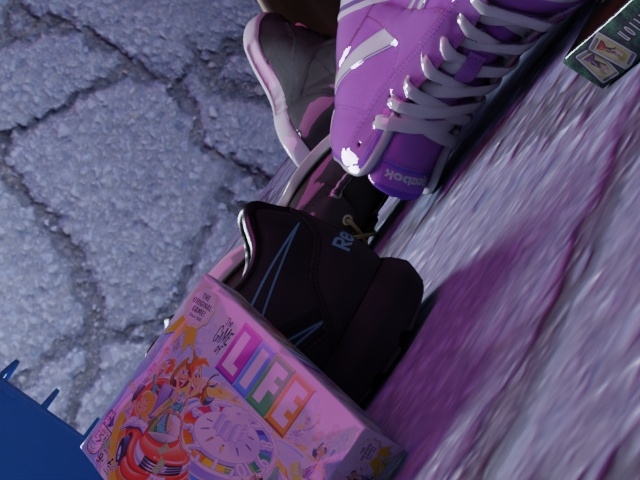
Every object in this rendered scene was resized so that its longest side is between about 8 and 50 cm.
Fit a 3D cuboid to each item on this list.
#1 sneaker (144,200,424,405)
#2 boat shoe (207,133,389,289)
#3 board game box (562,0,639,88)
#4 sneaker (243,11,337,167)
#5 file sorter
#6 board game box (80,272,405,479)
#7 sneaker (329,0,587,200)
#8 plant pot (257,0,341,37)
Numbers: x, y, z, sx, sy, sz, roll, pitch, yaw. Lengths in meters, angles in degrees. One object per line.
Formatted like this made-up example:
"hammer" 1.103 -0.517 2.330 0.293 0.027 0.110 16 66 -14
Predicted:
"sneaker" -0.058 0.102 0.884 0.267 0.106 0.101 -57 7 -14
"boat shoe" 0.000 0.000 1.270 0.228 0.069 0.081 -49 -34 12
"board game box" 0.195 -0.164 0.749 0.136 0.030 0.259 -54 4 -22
"sneaker" 0.022 -0.161 1.611 0.147 0.104 0.296 -37 31 10
"file sorter" -0.206 0.186 1.340 0.118 0.170 0.104 -54 2 7
"board game box" -0.039 0.091 0.772 0.103 0.026 0.154 -54 38 2
"sneaker" 0.090 -0.107 1.108 0.282 0.102 0.161 159 124 -66
"plant pot" 0.081 -0.301 1.696 0.229 0.263 0.263 -38 -2 -24
